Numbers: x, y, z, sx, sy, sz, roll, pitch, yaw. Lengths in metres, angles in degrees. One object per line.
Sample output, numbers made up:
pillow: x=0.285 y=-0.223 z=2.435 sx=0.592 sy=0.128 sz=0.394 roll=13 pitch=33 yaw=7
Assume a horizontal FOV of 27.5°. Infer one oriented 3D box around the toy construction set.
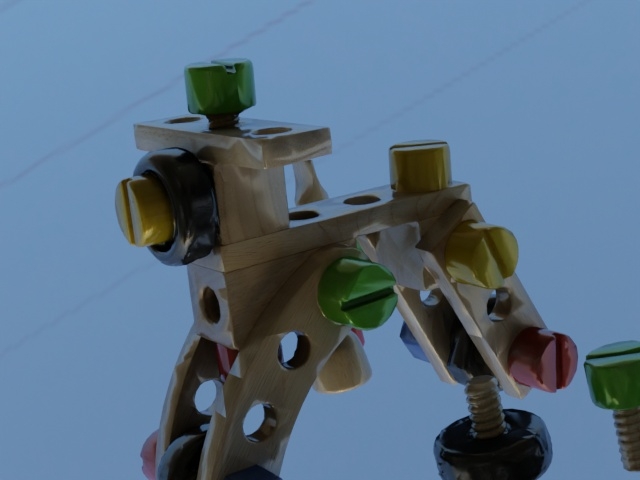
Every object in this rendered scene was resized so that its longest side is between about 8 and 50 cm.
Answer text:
toy construction set: x=0.000 y=0.000 z=0.734 sx=0.257 sy=0.309 sz=0.237 roll=-15 pitch=-76 yaw=-6
